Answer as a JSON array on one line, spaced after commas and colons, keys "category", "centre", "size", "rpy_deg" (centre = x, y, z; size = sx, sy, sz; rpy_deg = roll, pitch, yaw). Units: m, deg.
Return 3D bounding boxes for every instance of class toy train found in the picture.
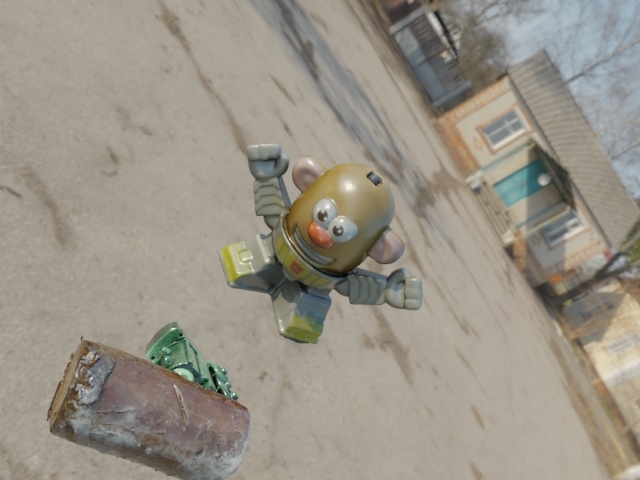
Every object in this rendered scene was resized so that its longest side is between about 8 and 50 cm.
[{"category": "toy train", "centre": [-0.151, 0.162, 0.778], "size": [0.111, 0.071, 0.170], "rpy_deg": [52, -8, -13]}]

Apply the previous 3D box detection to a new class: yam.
[{"category": "yam", "centre": [-0.131, 0.135, 0.514], "size": [0.141, 0.079, 0.079], "rpy_deg": [28, 27, -19]}]

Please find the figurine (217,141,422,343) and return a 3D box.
[{"category": "figurine", "centre": [0.000, -0.001, 1.049], "size": [0.343, 0.285, 0.167], "rpy_deg": [35, 29, -19]}]
